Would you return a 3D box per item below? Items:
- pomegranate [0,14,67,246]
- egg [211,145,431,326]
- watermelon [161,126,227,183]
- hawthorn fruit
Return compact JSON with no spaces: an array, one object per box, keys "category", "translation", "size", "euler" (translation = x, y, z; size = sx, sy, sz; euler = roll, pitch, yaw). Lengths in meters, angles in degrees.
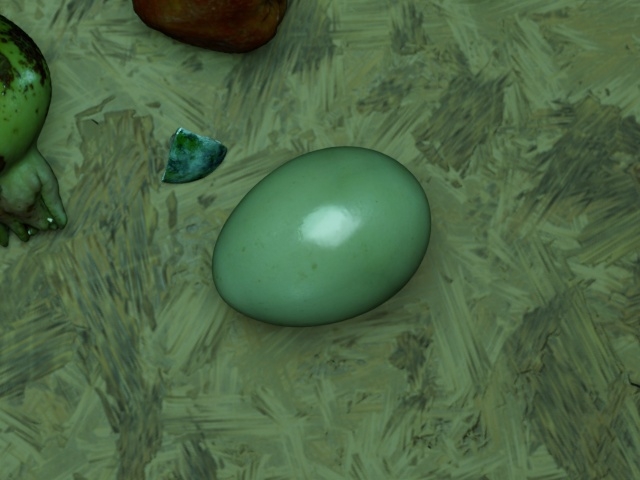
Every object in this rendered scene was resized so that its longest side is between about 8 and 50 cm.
[{"category":"pomegranate","translation":[-0.371,-0.122,1.357],"size":[0.222,0.204,0.276],"euler":[-42,93,-23]},{"category":"egg","translation":[0.000,0.000,1.390],"size":[0.254,0.188,0.188],"euler":[-27,88,1]},{"category":"watermelon","translation":[-0.151,-0.106,1.463],"size":[0.085,0.085,0.061],"euler":[-34,60,-7]},{"category":"hawthorn fruit","translation":[-0.120,-0.295,1.422],"size":[0.173,0.179,0.173],"euler":[-5,97,-45]}]
